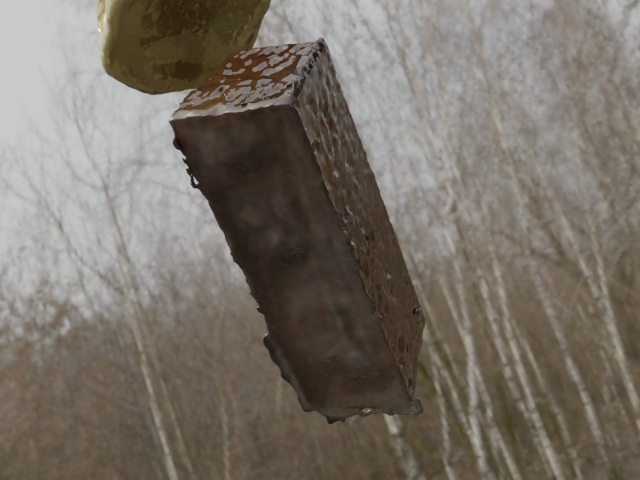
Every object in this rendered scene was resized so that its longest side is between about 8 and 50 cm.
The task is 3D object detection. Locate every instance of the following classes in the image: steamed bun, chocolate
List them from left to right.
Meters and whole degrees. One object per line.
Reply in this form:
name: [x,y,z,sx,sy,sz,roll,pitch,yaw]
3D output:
steamed bun: [-0.133,-0.236,0.899,0.141,0.155,0.172,-4,-40,-29]
chocolate: [0.000,0.000,0.815,0.112,0.321,0.112,-5,39,24]
